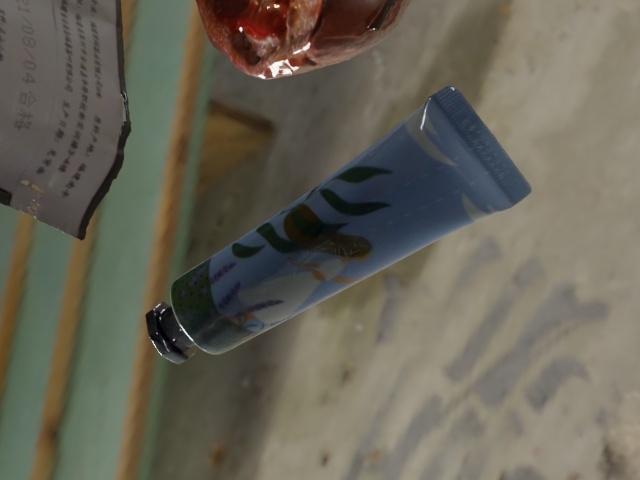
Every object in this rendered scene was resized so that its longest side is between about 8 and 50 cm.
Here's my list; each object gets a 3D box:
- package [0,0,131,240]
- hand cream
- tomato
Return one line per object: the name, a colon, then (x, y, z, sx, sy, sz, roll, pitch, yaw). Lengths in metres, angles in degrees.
package: (-0.233, -0.145, 1.397, 0.062, 0.204, 0.251, -21, 55, 39)
hand cream: (0.000, 0.000, 1.187, 0.271, 0.091, 0.058, -30, 19, 23)
tomato: (0.002, -0.292, 1.848, 0.309, 0.170, 0.309, -20, 66, 59)
